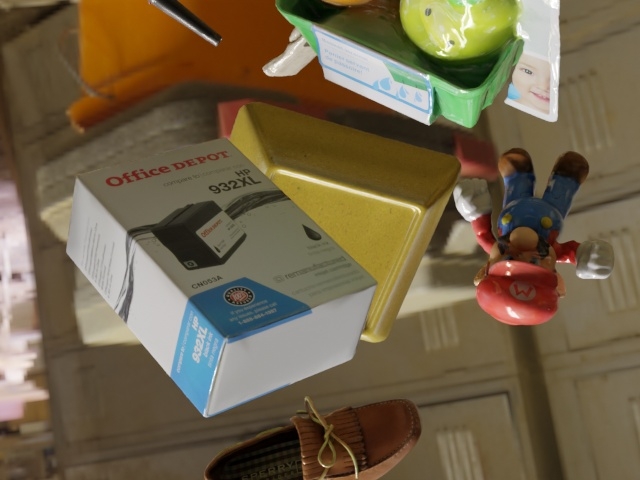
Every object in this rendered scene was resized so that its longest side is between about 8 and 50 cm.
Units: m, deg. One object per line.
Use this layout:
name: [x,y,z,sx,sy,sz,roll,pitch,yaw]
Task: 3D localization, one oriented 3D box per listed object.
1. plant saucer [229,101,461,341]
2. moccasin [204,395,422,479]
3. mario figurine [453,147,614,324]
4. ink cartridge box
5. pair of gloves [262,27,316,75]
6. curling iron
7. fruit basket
plant saucer: [0.000,0.000,1.710,0.333,0.333,0.081,15,-152,-12]
moccasin: [-0.013,0.350,2.018,0.380,0.139,0.147,-15,149,13]
mario figurine: [0.297,-0.023,1.666,0.198,0.320,0.170,-27,120,37]
ink cartridge box: [-0.121,0.030,1.393,0.223,0.307,0.129,-19,139,-37]
pair of gloves: [0.044,-0.324,1.829,0.240,0.042,0.204,-16,167,-37]
curling iron: [-0.277,-0.384,1.889,0.274,0.068,0.035,29,175,-5]
fruit basket: [0.067,-0.259,1.078,0.327,0.165,0.353,28,166,22]
